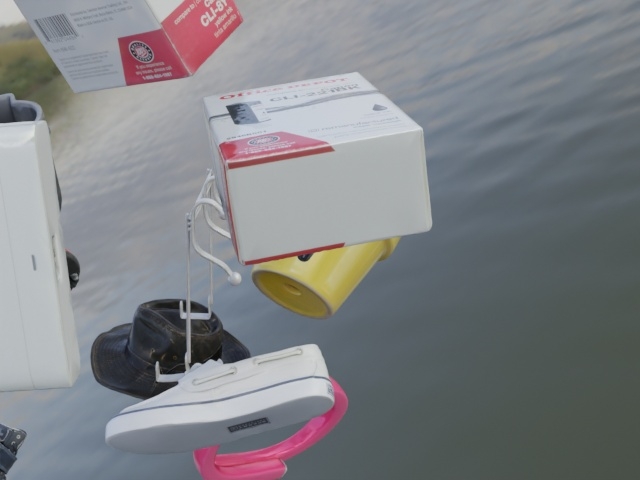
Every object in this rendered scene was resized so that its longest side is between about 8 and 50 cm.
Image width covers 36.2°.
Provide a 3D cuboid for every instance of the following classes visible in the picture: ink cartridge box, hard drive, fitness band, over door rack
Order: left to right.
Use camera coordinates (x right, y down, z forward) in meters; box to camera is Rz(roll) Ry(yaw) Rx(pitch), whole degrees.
[{"bbox_3d":[-0.348,0.021,0.736,0.307,0.203,0.040,-4,14,1],"label":"hard drive"},{"bbox_3d":[-0.329,-0.421,1.399,0.279,0.384,0.160,2,44,40],"label":"ink cartridge box"},{"bbox_3d":[-0.177,0.047,1.618,0.239,0.108,0.324,-81,5,-67],"label":"over door rack"},{"bbox_3d":[-0.077,0.297,1.540,0.291,0.054,0.209,5,-54,-49],"label":"fitness band"},{"bbox_3d":[-0.015,-0.089,1.057,0.197,0.114,0.273,-11,22,-8],"label":"ink cartridge box"}]

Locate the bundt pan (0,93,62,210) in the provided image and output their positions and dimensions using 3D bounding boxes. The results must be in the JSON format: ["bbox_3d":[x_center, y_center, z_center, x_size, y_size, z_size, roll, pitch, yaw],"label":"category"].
[{"bbox_3d":[-0.415,-0.019,0.995,0.331,0.124,0.331,-10,34,7],"label":"bundt pan"}]

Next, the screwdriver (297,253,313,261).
[{"bbox_3d":[-0.004,-0.011,1.279,0.024,0.025,0.170,-34,-9,-25],"label":"screwdriver"}]

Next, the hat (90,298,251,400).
[{"bbox_3d":[-0.297,0.196,1.967,0.331,0.134,0.331,5,28,-3],"label":"hat"}]

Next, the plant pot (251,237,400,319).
[{"bbox_3d":[0.000,0.000,1.756,0.254,0.254,0.239,-11,45,55],"label":"plant pot"}]

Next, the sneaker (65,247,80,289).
[{"bbox_3d":[-0.459,0.093,1.376,0.276,0.097,0.135,-48,51,5],"label":"sneaker"}]

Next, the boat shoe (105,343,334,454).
[{"bbox_3d":[-0.116,0.177,1.108,0.258,0.095,0.084,-10,57,-5],"label":"boat shoe"}]

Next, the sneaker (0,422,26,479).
[{"bbox_3d":[-0.546,0.421,1.704,0.163,0.226,0.086,-49,14,-32],"label":"sneaker"}]
